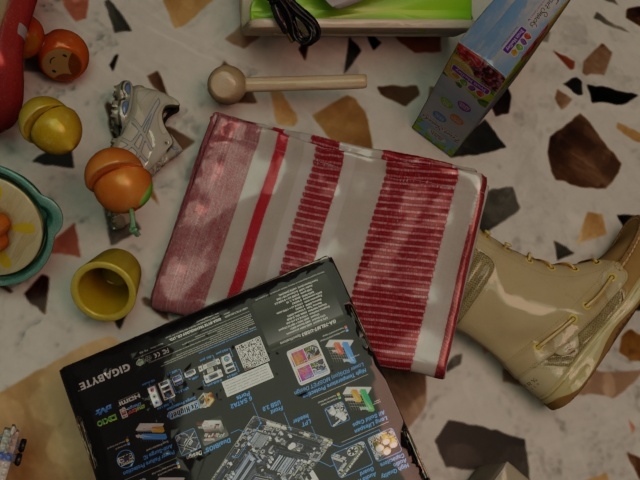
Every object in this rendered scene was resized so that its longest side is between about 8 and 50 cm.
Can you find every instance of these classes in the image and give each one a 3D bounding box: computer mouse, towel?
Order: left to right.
[{"bbox_3d":[0.000,0.000,0.963,0.329,0.037,0.237,13,76,9],"label":"towel"},{"bbox_3d":[0.029,-0.298,0.973,0.193,0.042,0.106,-29,101,-5],"label":"computer mouse"}]

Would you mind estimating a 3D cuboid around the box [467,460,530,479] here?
[{"bbox_3d":[0.250,0.360,0.904,0.275,0.094,0.113,40,71,4],"label":"box"}]

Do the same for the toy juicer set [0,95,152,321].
[{"bbox_3d":[-0.329,-0.051,0.893,0.329,0.089,0.209,17,112,-3],"label":"toy juicer set"}]

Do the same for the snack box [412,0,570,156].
[{"bbox_3d":[0.202,-0.214,1.018,0.070,0.207,0.174,38,72,4],"label":"snack box"}]

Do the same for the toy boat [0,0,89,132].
[{"bbox_3d":[-0.333,-0.225,0.990,0.151,0.151,0.231,22,68,-33],"label":"toy boat"}]

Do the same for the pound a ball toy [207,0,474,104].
[{"bbox_3d":[0.018,-0.272,1.066,0.319,0.136,0.208,-3,98,-10],"label":"pound a ball toy"}]

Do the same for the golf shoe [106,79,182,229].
[{"bbox_3d":[-0.199,-0.096,0.994,0.086,0.069,0.176,7,73,-13],"label":"golf shoe"}]

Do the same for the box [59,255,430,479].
[{"bbox_3d":[-0.065,0.205,0.858,0.295,0.073,0.293,-23,77,-6],"label":"box"}]

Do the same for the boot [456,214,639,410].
[{"bbox_3d":[0.258,0.033,1.012,0.203,0.095,0.262,36,75,5],"label":"boot"}]

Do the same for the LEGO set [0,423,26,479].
[{"bbox_3d":[-0.322,0.292,0.824,0.182,0.060,0.244,-33,98,-17],"label":"LEGO set"}]
